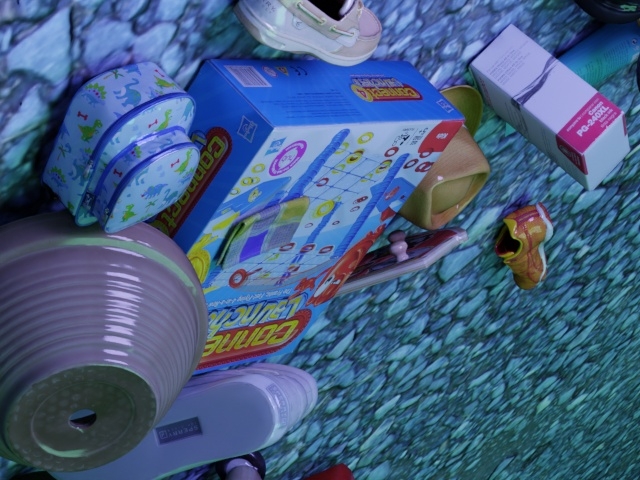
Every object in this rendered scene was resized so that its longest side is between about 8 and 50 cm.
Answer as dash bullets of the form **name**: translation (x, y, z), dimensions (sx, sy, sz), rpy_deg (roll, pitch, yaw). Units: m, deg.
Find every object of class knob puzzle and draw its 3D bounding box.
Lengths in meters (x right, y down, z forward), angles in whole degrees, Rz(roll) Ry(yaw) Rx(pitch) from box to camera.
- **knob puzzle**: translation (0.060, 0.013, 1.812), dimensions (0.213, 0.030, 0.213), rpy_deg (-21, -174, 2)

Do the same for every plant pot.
- **plant pot**: translation (-0.192, 0.100, 1.381), dimensions (0.237, 0.110, 0.237), rpy_deg (-12, 133, -13)

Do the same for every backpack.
- **backpack**: translation (-0.140, -0.069, 1.321), dimensions (0.105, 0.084, 0.114), rpy_deg (-26, 150, -42)

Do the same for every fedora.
- **fedora**: translation (0.110, -0.067, 1.768), dimensions (0.194, 0.079, 0.194), rpy_deg (-36, 157, -18)

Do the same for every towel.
- **towel**: translation (-0.045, -0.007, 1.465), dimensions (0.083, 0.009, 0.060), rpy_deg (-20, 150, -46)

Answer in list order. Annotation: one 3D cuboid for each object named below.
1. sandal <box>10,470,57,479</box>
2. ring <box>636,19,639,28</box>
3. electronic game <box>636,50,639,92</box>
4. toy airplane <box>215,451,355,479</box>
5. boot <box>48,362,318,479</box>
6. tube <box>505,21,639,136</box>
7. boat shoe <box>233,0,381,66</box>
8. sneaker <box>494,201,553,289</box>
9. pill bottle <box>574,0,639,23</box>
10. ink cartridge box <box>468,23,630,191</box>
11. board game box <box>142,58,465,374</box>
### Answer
- **sandal**: translation (-0.299, 0.277, 1.702), dimensions (0.180, 0.072, 0.049), rpy_deg (-27, 143, -21)
- **ring**: translation (0.443, -0.341, 1.830), dimensions (0.336, 0.032, 0.336), rpy_deg (-34, 147, -26)
- **electronic game**: translation (0.389, -0.239, 1.794), dimensions (0.229, 0.048, 0.229), rpy_deg (-43, 154, -27)
- **toy airplane**: translation (-0.110, 0.457, 2.054), dimensions (0.384, 0.272, 0.386), rpy_deg (-36, -162, 54)
- **boot**: translation (-0.129, 0.172, 1.669), dimensions (0.258, 0.095, 0.123), rpy_deg (-10, -179, 22)
- **tube**: translation (0.279, -0.184, 1.891), dimensions (0.207, 0.052, 0.080), rpy_deg (-34, 149, -16)
- **boat shoe**: translation (0.004, -0.178, 1.398), dimensions (0.059, 0.063, 0.170), rpy_deg (-47, 158, 25)
- **sneaker**: translation (0.242, 0.008, 2.188), dimensions (0.067, 0.064, 0.175), rpy_deg (-19, 149, -6)
- **pill bottle**: translation (0.303, -0.288, 1.611), dimensions (0.123, 0.123, 0.219), rpy_deg (-32, 169, -27)
- **ink cartridge box**: translation (0.226, -0.131, 1.756), dimensions (0.063, 0.150, 0.109), rpy_deg (-46, 159, -4)
- **board game box**: translation (-0.057, -0.017, 1.560), dimensions (0.308, 0.086, 0.302), rpy_deg (-8, 140, -55)
